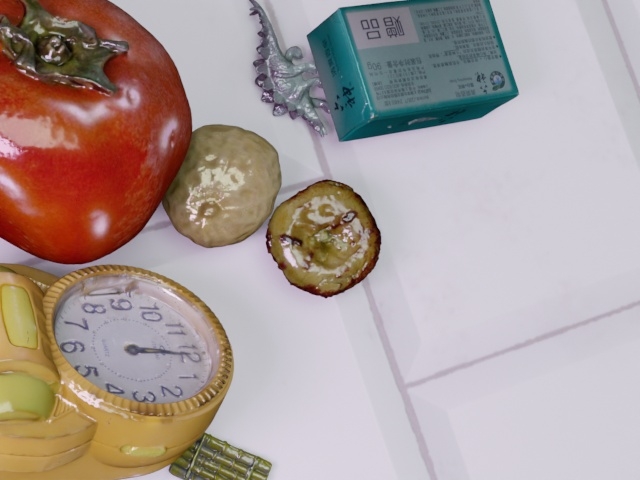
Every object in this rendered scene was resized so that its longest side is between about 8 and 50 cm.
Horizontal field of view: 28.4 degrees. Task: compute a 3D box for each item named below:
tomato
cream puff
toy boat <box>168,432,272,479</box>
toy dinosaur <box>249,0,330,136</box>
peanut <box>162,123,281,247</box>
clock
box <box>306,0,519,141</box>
[{"bbox_3d":[-0.307,-0.135,1.370,0.325,0.290,0.293,24,56,-6],"label":"tomato"},{"bbox_3d":[0.000,0.000,1.567,0.149,0.084,0.149,3,76,-14],"label":"cream puff"},{"bbox_3d":[-0.119,0.270,1.500,0.115,0.016,0.063,26,70,-11],"label":"toy boat"},{"bbox_3d":[-0.049,-0.223,1.625,0.082,0.039,0.209,-24,85,-21],"label":"toy dinosaur"},{"bbox_3d":[-0.121,-0.066,1.527,0.140,0.109,0.159,15,68,1],"label":"peanut"},{"bbox_3d":[-0.259,0.146,1.373,0.317,0.200,0.244,2,46,-26],"label":"clock"},{"bbox_3d":[0.121,-0.226,1.634,0.244,0.092,0.153,-11,80,-32],"label":"box"}]
